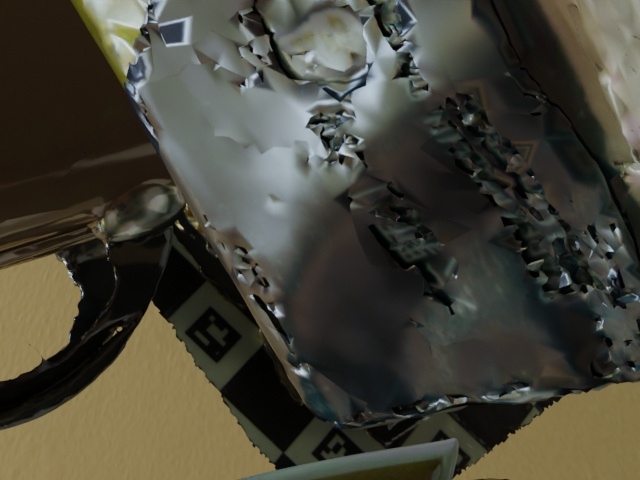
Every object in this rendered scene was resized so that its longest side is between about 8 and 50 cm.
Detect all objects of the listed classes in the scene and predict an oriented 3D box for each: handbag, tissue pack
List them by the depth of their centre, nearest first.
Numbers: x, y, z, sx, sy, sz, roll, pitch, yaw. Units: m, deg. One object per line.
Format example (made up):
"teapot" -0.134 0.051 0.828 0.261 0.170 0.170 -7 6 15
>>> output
"tissue pack" 0.039 -0.192 0.431 0.253 0.264 0.416 -15 -70 49
"handbag" -0.170 -0.059 0.637 0.302 0.149 0.283 -19 -89 -25

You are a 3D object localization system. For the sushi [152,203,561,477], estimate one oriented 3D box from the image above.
"sushi" 0.000 0.000 0.794 0.193 0.043 0.279 -27 -101 -35

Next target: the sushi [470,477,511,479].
"sushi" 0.112 0.209 0.519 0.171 0.350 0.211 -42 -72 -1

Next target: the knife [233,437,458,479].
"knife" -0.107 0.135 0.512 0.343 0.027 0.061 -18 -95 -11
